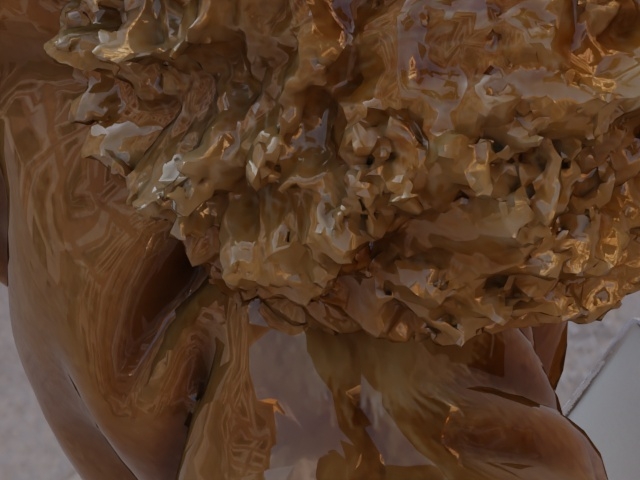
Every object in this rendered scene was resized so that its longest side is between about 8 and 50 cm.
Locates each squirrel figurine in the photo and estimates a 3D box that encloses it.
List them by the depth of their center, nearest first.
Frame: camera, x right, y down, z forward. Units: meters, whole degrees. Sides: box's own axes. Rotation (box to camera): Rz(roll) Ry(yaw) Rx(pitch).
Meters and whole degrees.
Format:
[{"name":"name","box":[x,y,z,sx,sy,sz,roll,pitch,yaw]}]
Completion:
[{"name":"squirrel figurine","box":[0.000,0.000,0.466,0.281,0.397,0.370,-7,50,-10]}]

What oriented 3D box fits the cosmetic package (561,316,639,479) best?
[{"name":"cosmetic package","box":[0.238,0.166,0.729,0.153,0.296,0.129,-56,30,21]}]
